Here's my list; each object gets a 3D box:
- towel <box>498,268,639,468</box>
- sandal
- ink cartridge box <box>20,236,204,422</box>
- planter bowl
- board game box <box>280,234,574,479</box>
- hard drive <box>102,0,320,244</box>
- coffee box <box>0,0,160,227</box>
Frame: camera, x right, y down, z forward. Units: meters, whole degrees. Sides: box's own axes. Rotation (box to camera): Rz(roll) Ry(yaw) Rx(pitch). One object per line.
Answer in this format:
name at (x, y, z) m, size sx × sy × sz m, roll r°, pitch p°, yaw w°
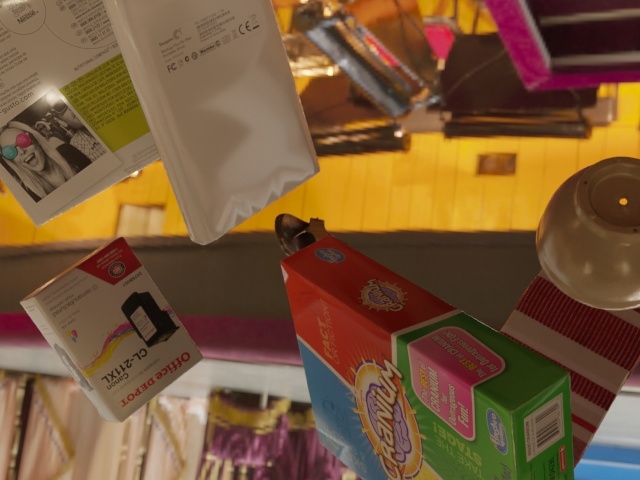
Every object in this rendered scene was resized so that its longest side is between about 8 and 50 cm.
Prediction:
towel at (0.428, 0.223, 1.742) m, size 0.237 × 0.329 × 0.037 m, roll 30°, pitch 165°, yaw 22°
sandal at (0.000, 0.000, 1.677) m, size 0.060 × 0.090 × 0.219 m, roll -33°, pitch 142°, yaw 28°
ink cartridge box at (-0.237, 0.103, 1.112) m, size 0.175 × 0.127 × 0.072 m, roll 57°, pitch 153°, yaw -10°
planter bowl at (0.316, -0.021, 1.023) m, size 0.162 × 0.162 × 0.109 m, roll 4°, pitch 152°, yaw 9°
board game box at (0.093, 0.159, 0.885) m, size 0.064 × 0.242 × 0.316 m, roll -27°, pitch -147°, yaw -25°
hard drive at (-0.118, -0.177, 1.150) m, size 0.203 × 0.307 × 0.040 m, roll -35°, pitch -148°, yaw -32°
coffee box at (-0.354, -0.291, 1.474) m, size 0.338 × 0.334 × 0.337 m, roll -28°, pitch -158°, yaw 12°
